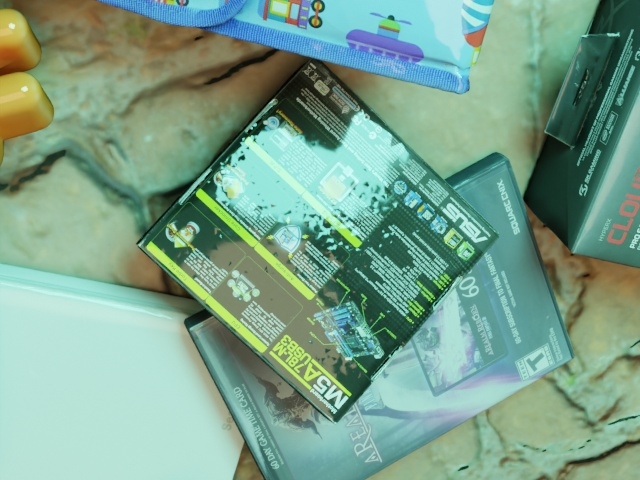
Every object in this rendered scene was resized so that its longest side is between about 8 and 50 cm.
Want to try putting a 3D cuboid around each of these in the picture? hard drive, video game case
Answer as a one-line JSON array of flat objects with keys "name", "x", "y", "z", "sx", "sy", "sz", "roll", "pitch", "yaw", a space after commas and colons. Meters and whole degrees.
[{"name": "hard drive", "x": -0.208, "y": 0.124, "z": 0.868, "sx": 0.307, "sy": 0.040, "sz": 0.203, "roll": 12, "pitch": 110, "yaw": -15}, {"name": "video game case", "x": 0.056, "y": 0.078, "z": 0.882, "sx": 0.274, "sy": 0.026, "sz": 0.196, "roll": -29, "pitch": 116, "yaw": -11}]

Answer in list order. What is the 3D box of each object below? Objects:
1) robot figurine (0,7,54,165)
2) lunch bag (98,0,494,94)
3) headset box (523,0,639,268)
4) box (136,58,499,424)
[{"name": "robot figurine", "x": -0.285, "y": -0.086, "z": 0.712, "sx": 0.219, "sy": 0.128, "sz": 0.158, "roll": -12, "pitch": 122, "yaw": -6}, {"name": "lunch bag", "x": -0.032, "y": -0.234, "z": 0.648, "sx": 0.293, "sy": 0.138, "sz": 0.221, "roll": 12, "pitch": 112, "yaw": -2}, {"name": "headset box", "x": 0.305, "y": -0.082, "z": 0.840, "sx": 0.293, "sy": 0.110, "sz": 0.218, "roll": 13, "pitch": 111, "yaw": -16}, {"name": "box", "x": 0.000, "y": 0.000, "z": 0.804, "sx": 0.190, "sy": 0.045, "sz": 0.184, "roll": 42, "pitch": 85, "yaw": -8}]
